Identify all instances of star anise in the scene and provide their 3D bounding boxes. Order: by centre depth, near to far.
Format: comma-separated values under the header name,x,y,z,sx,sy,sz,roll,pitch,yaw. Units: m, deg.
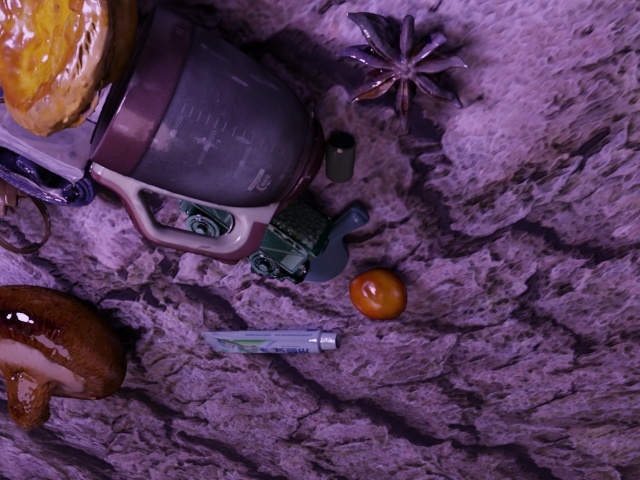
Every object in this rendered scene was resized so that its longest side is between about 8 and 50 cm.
name,x,y,z,sx,sy,sz,roll,pitch,yaw
star anise,0.111,-0.238,1.192,0.204,0.061,0.181,20,133,-10

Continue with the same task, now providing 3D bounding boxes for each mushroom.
name,x,y,z,sx,sy,sz,roll,pitch,yaw
mushroom,-0.576,0.215,1.785,0.345,0.239,0.345,-8,137,-7

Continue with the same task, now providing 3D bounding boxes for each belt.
name,x,y,z,sx,sy,sz,roll,pitch,yaw
belt,-0.465,-0.144,1.411,0.230,0.126,0.139,28,138,-14

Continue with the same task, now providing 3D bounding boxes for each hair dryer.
name,x,y,z,sx,sy,sz,roll,pitch,yaw
hair dryer,-0.017,-0.144,1.357,0.150,0.047,0.071,17,138,13

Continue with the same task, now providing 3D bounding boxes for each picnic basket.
name,x,y,z,sx,sy,sz,roll,pitch,yaw
picnic basket,-0.553,-0.058,1.524,0.138,0.128,0.178,-28,106,40

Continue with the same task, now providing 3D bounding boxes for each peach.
name,x,y,z,sx,sy,sz,roll,pitch,yaw
peach,0.104,0.098,1.531,0.100,0.101,0.101,8,138,7

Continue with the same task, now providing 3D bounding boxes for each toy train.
name,x,y,z,sx,sy,sz,roll,pitch,yaw
toy train,-0.116,-0.038,1.426,0.269,0.115,0.154,36,132,-7

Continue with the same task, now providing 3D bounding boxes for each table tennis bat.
name,x,y,z,sx,sy,sz,roll,pitch,yaw
table tennis bat,0.000,0.000,1.505,0.149,0.038,0.237,38,137,-16

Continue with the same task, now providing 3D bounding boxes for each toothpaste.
name,x,y,z,sx,sy,sz,roll,pitch,yaw
toothpaste,-0.101,0.205,1.750,0.296,0.048,0.075,-3,141,24

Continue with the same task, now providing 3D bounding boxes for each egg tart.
name,x,y,z,sx,sy,sz,roll,pitch,yaw
egg tart,-0.331,-0.300,1.130,0.129,0.341,0.341,-4,152,-39

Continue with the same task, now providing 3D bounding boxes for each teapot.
name,x,y,z,sx,sy,sz,roll,pitch,yaw
teapot,-0.162,-0.125,1.241,0.312,0.233,0.315,24,106,-19
